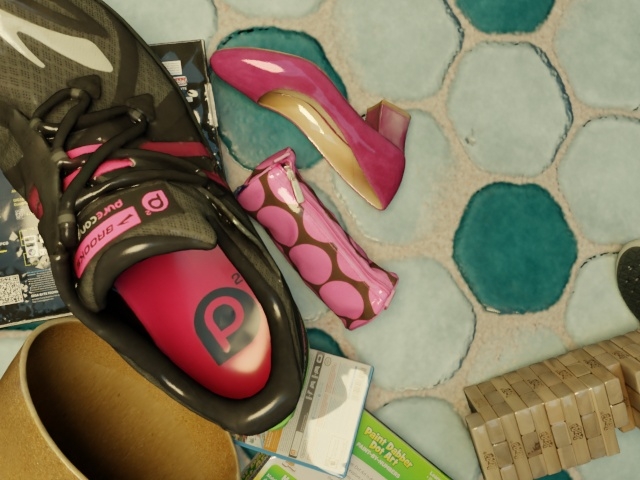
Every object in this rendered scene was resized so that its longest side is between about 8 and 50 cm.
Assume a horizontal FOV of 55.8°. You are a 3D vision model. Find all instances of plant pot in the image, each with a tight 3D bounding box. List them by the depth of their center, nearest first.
[{"bbox_3d":[-0.245,0.245,0.566,0.237,0.237,0.254,41,99,-9],"label":"plant pot"}]

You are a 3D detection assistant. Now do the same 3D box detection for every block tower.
[{"bbox_3d":[0.331,0.178,0.696,0.335,0.097,0.091,-19,101,1],"label":"block tower"}]

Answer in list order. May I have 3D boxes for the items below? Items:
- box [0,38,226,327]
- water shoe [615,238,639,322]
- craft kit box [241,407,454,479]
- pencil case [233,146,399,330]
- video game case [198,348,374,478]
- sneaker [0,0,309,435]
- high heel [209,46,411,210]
[{"bbox_3d":[-0.257,-0.054,0.620,0.322,0.079,0.257,-11,91,-11],"label":"box"},{"bbox_3d":[0.446,0.076,0.773,0.080,0.073,0.203,-36,102,-30],"label":"water shoe"},{"bbox_3d":[0.020,0.325,0.690,0.250,0.061,0.246,41,86,-9],"label":"craft kit box"},{"bbox_3d":[0.000,0.000,0.657,0.209,0.098,0.095,48,52,-10],"label":"pencil case"},{"bbox_3d":[-0.037,0.172,0.655,0.166,0.015,0.119,14,78,11],"label":"video game case"},{"bbox_3d":[-0.153,-0.042,0.499,0.185,0.202,0.483,-40,98,-9],"label":"sneaker"},{"bbox_3d":[-0.014,-0.121,0.665,0.244,0.082,0.117,19,76,-24],"label":"high heel"}]
